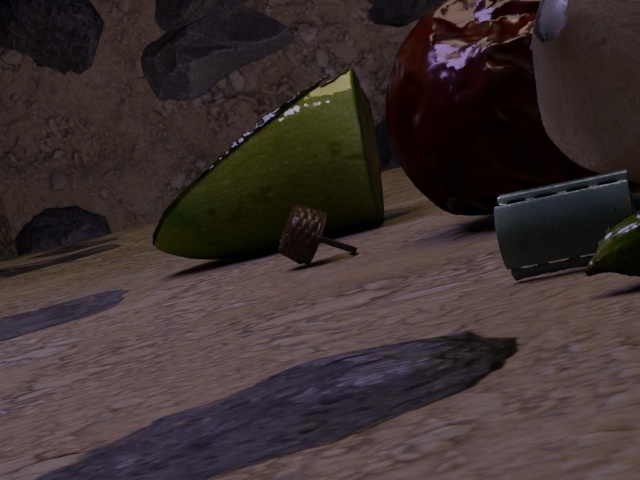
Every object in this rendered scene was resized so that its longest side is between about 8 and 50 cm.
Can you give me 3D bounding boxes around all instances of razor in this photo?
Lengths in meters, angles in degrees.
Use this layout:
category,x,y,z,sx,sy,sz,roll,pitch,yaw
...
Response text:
category,x,y,z,sx,sy,sz,roll,pitch,yaw
razor,0.230,-0.017,1.238,0.106,0.068,0.232,-11,-1,26

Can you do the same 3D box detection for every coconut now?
category,x,y,z,sx,sy,sz,roll,pitch,yaw
coconut,0.285,-0.154,1.253,0.244,0.239,0.239,16,-11,-29

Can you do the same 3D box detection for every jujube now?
category,x,y,z,sx,sy,sz,roll,pitch,yaw
jujube,0.249,-0.158,1.689,0.377,0.276,0.276,-3,-1,-27

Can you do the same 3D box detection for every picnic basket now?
category,x,y,z,sx,sy,sz,roll,pitch,yaw
picnic basket,0.000,0.000,1.723,0.083,0.072,0.072,17,0,-8

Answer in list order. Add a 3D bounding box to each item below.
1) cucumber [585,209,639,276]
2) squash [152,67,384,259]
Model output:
category,x,y,z,sx,sy,sz,roll,pitch,yaw
cucumber,0.280,-0.018,0.995,0.227,0.069,0.069,-17,4,5
squash,-0.080,-0.086,2.066,0.309,0.210,0.233,-9,-9,8
